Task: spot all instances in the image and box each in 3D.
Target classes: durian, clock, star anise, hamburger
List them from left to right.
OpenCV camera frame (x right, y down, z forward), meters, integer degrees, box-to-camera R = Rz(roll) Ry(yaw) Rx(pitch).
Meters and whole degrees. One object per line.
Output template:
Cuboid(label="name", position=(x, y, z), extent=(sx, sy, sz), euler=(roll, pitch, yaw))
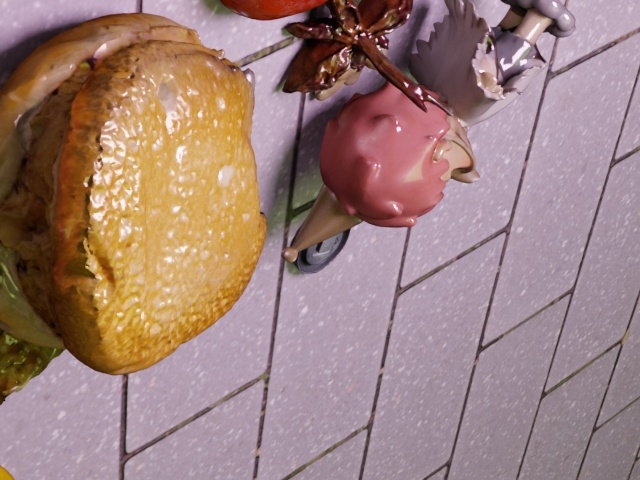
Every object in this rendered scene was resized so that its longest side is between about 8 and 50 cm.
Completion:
Cuboid(label="durian", position=(-0.275, 0.074, 1.429), extent=(0.224, 0.078, 0.140), euler=(-47, -164, -30))
Cuboid(label="hamburger", position=(-0.162, -0.046, 1.330), extent=(0.314, 0.170, 0.290), euler=(-33, 133, -51))
Cuboid(label="clock", position=(0.000, 0.000, 1.793), extent=(0.085, 0.017, 0.085), euler=(-34, 147, -27))
Cuboid(label="star anise", position=(0.048, -0.184, 1.531), extent=(0.140, 0.144, 0.158), euler=(-1, 127, -34))

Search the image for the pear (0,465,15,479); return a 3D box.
Cuboid(label="pear", position=(-0.386, 0.275, 1.328), extent=(0.280, 0.280, 0.281), euler=(-34, 146, -27))

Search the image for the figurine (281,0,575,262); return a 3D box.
Cuboid(label="figurine", position=(0.109, -0.110, 1.643), extent=(0.166, 0.207, 0.387), euler=(42, 86, -27))

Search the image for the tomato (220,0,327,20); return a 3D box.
Cuboid(label="tomato", position=(-0.022, -0.261, 1.402), extent=(0.139, 0.091, 0.159), euler=(-28, 141, -37))

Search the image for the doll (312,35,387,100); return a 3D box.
Cuboid(label="doll", position=(0.028, -0.185, 1.620), extent=(0.093, 0.051, 0.061), euler=(-24, 156, 11))
